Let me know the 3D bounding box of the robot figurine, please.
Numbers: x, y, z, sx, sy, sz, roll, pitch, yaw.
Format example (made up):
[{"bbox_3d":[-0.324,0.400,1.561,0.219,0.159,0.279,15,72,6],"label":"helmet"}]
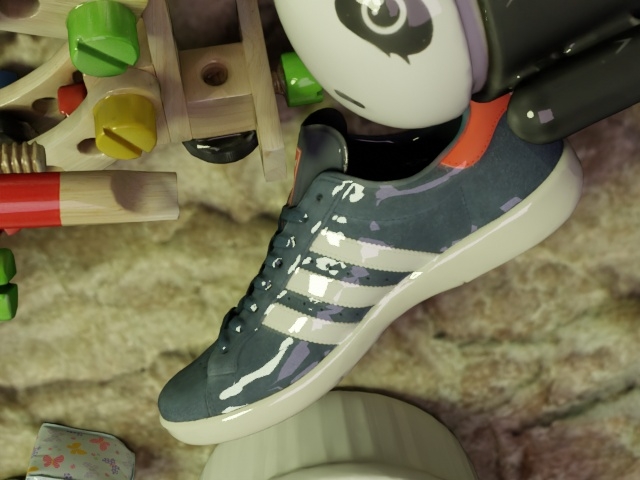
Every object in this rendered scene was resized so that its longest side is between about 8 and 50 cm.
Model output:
[{"bbox_3d":[0.105,-0.177,0.560,0.278,0.209,0.173,-28,125,-5],"label":"robot figurine"}]

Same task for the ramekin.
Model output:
[{"bbox_3d":[0.018,0.257,0.835,0.277,0.135,0.277,-2,120,-3],"label":"ramekin"}]

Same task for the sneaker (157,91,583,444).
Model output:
[{"bbox_3d":[0.000,0.000,0.705,0.350,0.131,0.148,-37,108,9],"label":"sneaker"}]

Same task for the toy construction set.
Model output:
[{"bbox_3d":[-0.104,-0.090,0.554,0.237,0.309,0.257,-2,127,-9],"label":"toy construction set"}]

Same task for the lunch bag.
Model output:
[{"bbox_3d":[-0.194,0.192,0.819,0.083,0.071,0.053,10,116,-11],"label":"lunch bag"}]

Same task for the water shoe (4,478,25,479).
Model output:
[{"bbox_3d":[-0.311,0.280,0.853,0.073,0.080,0.203,39,110,-22],"label":"water shoe"}]
